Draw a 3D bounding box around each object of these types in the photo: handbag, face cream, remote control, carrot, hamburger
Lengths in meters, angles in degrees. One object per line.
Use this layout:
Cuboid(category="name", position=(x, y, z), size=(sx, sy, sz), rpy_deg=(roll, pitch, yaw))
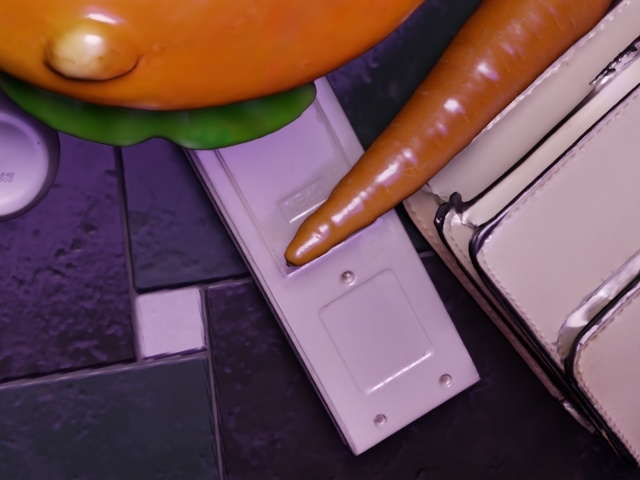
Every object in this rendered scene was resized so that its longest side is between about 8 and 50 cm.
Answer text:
Cuboid(category="handbag", position=(0.265, -0.046, 1.164), size=(0.358, 0.160, 0.237), rpy_deg=(-42, 116, -4))
Cuboid(category="face cream", position=(-0.203, -0.054, 1.064), size=(0.091, 0.095, 0.091), rpy_deg=(-3, 101, -15))
Cuboid(category="remote control", position=(0.000, 0.000, 1.153), size=(0.103, 0.055, 0.277), rpy_deg=(-30, 109, -8))
Cuboid(category="carrot", position=(0.095, -0.099, 1.123), size=(0.336, 0.069, 0.069), rpy_deg=(-47, 110, -18))
Cuboid(category="hamburger", position=(-0.095, -0.262, 0.932), size=(0.396, 0.277, 0.395), rpy_deg=(-1, 93, -12))
